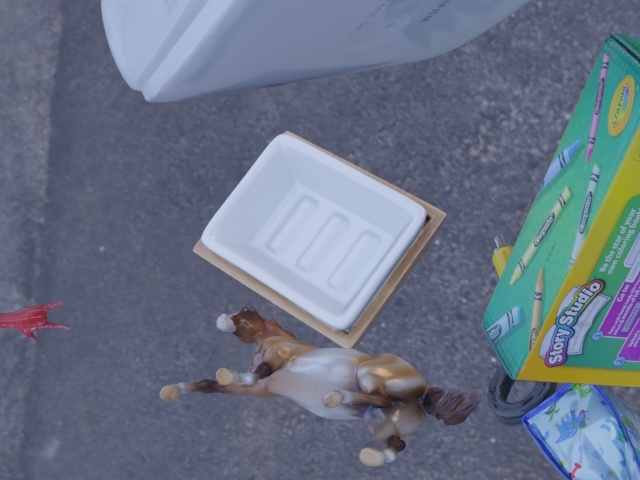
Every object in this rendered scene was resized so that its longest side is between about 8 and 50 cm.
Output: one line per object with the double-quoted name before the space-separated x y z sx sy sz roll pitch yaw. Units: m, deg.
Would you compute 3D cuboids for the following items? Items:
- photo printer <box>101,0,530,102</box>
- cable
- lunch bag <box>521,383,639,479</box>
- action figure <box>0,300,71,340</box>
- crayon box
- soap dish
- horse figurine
"photo printer" 0.045 -0.192 0.609 0.256 0.307 0.107 -33 76 55
"cable" 0.251 0.082 1.054 0.139 0.072 0.287 -9 46 21
"lunch bag" 0.270 0.213 0.882 0.096 0.129 0.151 -44 42 9
"action figure" -0.251 -0.024 0.634 0.091 0.139 0.280 -142 46 -57
"crayon box" 0.259 -0.010 0.778 0.081 0.165 0.278 -111 33 -53
"soap dish" 0.000 0.000 1.372 0.291 0.118 0.229 30 77 28
"horse figurine" 0.006 0.113 0.768 0.263 0.174 0.066 10 97 25
